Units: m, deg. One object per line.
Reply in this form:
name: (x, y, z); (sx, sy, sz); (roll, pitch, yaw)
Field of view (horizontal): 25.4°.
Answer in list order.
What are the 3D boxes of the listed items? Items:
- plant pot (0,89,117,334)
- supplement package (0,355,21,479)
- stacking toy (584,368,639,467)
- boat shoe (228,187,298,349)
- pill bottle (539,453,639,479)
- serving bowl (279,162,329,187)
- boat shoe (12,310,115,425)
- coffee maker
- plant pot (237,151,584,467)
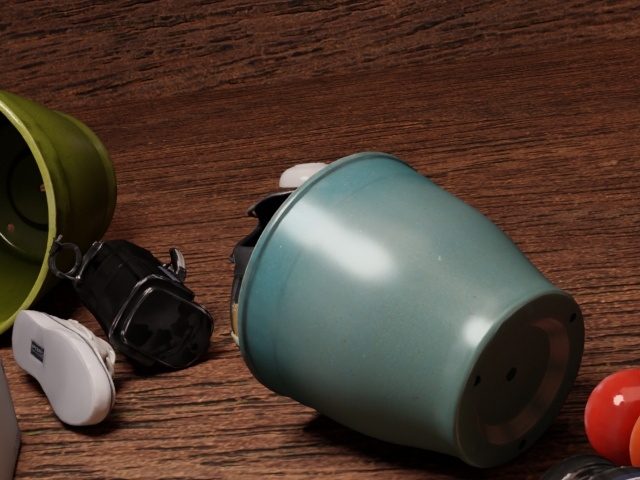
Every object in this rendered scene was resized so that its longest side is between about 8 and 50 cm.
plant pot: (-0.462, -0.058, 1.987); (0.366, 0.366, 0.353); (-4, 7, 16)
supplement package: (-0.421, 0.204, 1.405); (0.204, 0.145, 0.262); (-11, 18, -3)
stacking toy: (0.327, 0.179, 1.128); (0.141, 0.141, 0.330); (-15, 18, -18)
boat shoe: (0.000, 0.000, 1.823); (0.186, 0.156, 0.500); (-6, 17, 17)
pill bottle: (0.239, 0.237, 1.017); (0.122, 0.123, 0.219); (-15, 18, -17)
serving bowl: (-0.013, -0.085, 1.821); (0.083, 0.027, 0.083); (-4, 5, 0)
boat shoe: (-0.277, 0.138, 1.629); (0.084, 0.095, 0.258); (4, 17, -31)
coffee maker: (-0.232, 0.074, 1.717); (0.171, 0.120, 0.178); (5, 12, -24)
plant pot: (0.104, 0.084, 1.375); (0.271, 0.272, 0.255); (-23, 38, -37)
